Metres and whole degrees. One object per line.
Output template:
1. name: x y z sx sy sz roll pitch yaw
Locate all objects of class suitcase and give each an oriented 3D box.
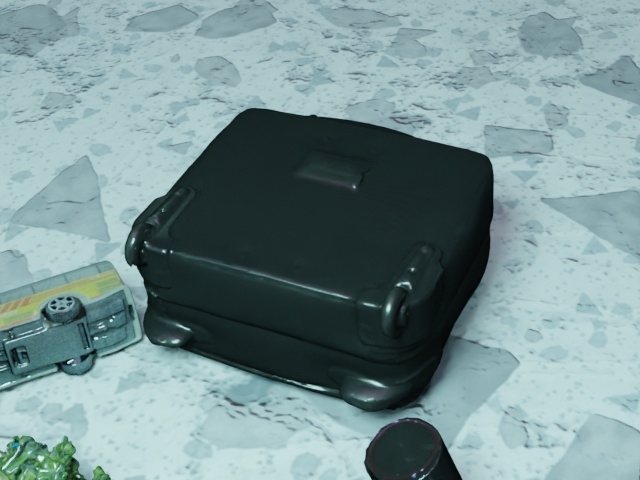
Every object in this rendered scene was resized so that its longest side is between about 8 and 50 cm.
1. suitcase: 0.000 0.000 1.179 0.345 0.188 0.339 13 44 21

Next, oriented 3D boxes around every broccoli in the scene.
1. broccoli: -0.270 0.240 0.943 0.167 0.160 0.154 22 73 13

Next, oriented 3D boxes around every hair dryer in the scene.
1. hair dryer: 0.015 0.263 0.962 0.248 0.114 0.070 -28 36 1

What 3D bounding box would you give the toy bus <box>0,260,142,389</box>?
1. toy bus: -0.336 0.104 1.159 0.268 0.092 0.106 -18 34 -17

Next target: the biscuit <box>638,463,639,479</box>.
1. biscuit: 0.403 0.224 1.004 0.199 0.034 0.064 -5 41 -3
